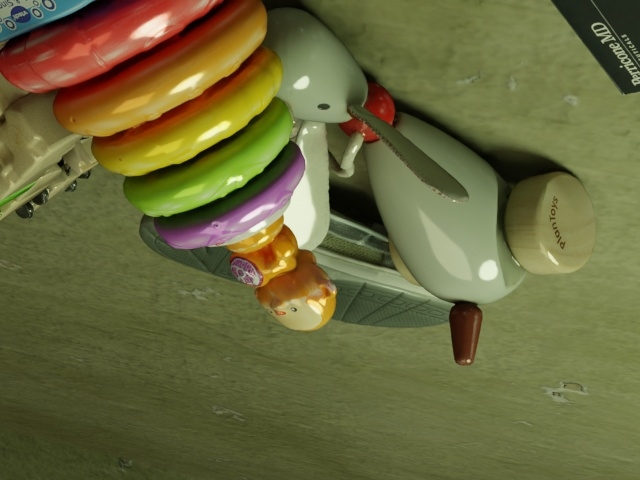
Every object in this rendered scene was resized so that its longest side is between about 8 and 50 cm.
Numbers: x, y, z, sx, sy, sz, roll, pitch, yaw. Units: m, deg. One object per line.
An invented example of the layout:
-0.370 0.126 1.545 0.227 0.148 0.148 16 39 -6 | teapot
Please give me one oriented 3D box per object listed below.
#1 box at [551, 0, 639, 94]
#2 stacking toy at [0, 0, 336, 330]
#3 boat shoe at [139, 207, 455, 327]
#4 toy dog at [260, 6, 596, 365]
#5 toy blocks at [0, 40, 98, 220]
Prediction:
0.168 -0.190 0.466 0.184 0.103 0.261 -10 146 38 | box
-0.072 -0.059 0.665 0.175 0.165 0.301 -9 120 37 | stacking toy
-0.002 0.000 0.971 0.321 0.103 0.118 18 157 -14 | boat shoe
0.057 -0.020 0.808 0.334 0.161 0.220 23 153 -18 | toy dog
-0.312 -0.127 0.784 0.289 0.309 0.260 -33 96 43 | toy blocks
